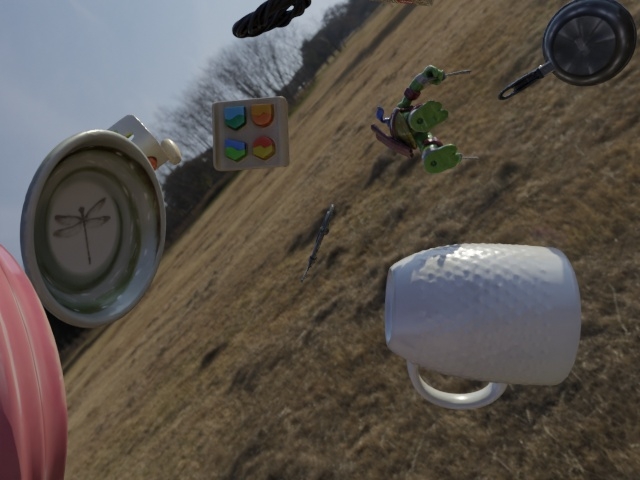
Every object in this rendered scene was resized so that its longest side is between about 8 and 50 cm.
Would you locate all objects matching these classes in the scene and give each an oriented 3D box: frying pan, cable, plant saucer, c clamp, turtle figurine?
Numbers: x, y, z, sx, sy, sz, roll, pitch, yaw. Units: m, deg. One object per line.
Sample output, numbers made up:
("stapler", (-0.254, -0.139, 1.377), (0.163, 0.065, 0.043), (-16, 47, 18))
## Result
("frying pan", (0.548, -0.441, 1.256), (0.325, 0.198, 0.053), (-1, 28, 40))
("cable", (-0.079, -0.377, 0.904), (0.184, 0.047, 0.150), (-13, 26, 43))
("plant saucer", (-0.291, 0.118, 0.391), (0.332, 0.332, 0.084), (-40, -18, 29))
("c clamp", (0.000, 0.000, 1.229), (0.137, 0.022, 0.161), (-69, 0, -49))
("turtle figurine", (0.254, -0.253, 1.128), (0.266, 0.274, 0.198), (-85, 7, -65))
("plant saucer", (-0.476, -0.025, 1.119), (0.100, 0.401, 0.401), (4, 37, 20))

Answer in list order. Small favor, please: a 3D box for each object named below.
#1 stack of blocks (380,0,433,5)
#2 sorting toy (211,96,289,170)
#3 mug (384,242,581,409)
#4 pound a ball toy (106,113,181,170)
("stack of blocks", (0.079, -0.544, 0.999), (0.171, 0.297, 0.087), (29, 103, 40))
("sorting toy", (-0.191, -0.291, 1.468), (0.208, 0.193, 0.038), (-3, -3, 4))
("mug", (0.299, 0.187, 1.109), (0.276, 0.327, 0.375), (-83, -4, -67))
("pound a ball toy", (-0.502, -0.169, 1.395), (0.319, 0.136, 0.208), (-41, -18, -11))
